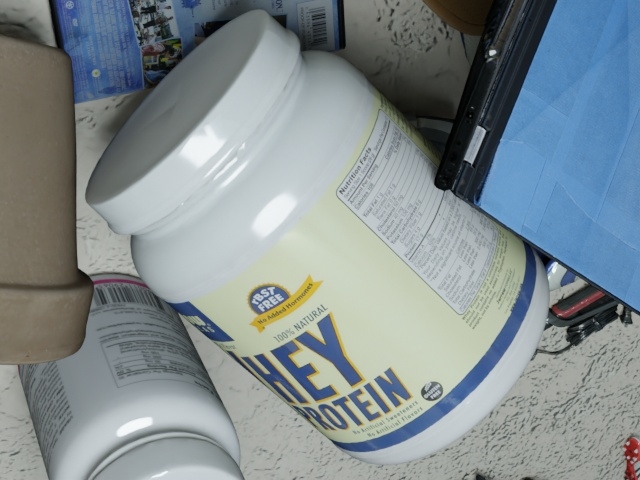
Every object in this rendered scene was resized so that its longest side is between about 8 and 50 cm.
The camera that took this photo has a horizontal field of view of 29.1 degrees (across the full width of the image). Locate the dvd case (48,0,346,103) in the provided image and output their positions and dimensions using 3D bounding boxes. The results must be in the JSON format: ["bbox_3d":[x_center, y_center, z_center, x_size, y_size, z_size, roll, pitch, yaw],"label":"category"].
[{"bbox_3d":[-0.102,-0.223,1.034,0.253,0.022,0.180,-14,122,-16],"label":"dvd case"}]

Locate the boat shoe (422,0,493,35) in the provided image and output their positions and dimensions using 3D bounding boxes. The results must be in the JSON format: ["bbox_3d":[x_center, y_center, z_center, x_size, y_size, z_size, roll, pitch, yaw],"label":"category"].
[{"bbox_3d":[0.058,-0.318,0.971,0.123,0.123,0.342,-37,114,7],"label":"boat shoe"}]

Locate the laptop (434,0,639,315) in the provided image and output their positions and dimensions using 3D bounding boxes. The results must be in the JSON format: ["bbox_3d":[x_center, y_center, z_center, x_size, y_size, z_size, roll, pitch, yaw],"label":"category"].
[{"bbox_3d":[0.261,-0.180,0.889,0.236,0.408,0.382,22,77,5],"label":"laptop"}]

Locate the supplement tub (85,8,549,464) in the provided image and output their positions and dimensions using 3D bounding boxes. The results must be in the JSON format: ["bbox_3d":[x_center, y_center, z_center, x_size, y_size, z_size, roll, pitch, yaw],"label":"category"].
[{"bbox_3d":[0.000,0.000,0.985,0.235,0.235,0.325,-45,112,6],"label":"supplement tub"}]

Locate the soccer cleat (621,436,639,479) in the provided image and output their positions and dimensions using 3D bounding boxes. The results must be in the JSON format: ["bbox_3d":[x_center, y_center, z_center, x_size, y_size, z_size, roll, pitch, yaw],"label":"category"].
[{"bbox_3d":[0.396,0.271,1.536,0.036,0.029,0.083,-25,129,-19],"label":"soccer cleat"}]

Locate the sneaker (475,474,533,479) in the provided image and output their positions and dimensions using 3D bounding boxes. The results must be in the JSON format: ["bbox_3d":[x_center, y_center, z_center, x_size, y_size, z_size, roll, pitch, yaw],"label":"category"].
[{"bbox_3d":[0.169,0.322,1.451,0.235,0.084,0.097,-1,95,-24],"label":"sneaker"}]

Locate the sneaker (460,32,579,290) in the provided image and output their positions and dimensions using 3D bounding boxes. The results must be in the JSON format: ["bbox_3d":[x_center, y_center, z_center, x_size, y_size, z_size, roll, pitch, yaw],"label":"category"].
[{"bbox_3d":[0.192,-0.084,1.147,0.131,0.112,0.296,-36,109,-18],"label":"sneaker"}]

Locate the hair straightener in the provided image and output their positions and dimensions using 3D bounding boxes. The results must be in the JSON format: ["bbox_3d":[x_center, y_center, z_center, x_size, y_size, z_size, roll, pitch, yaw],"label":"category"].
[{"bbox_3d":[0.330,0.077,1.380,0.230,0.047,0.089,-33,126,-2],"label":"hair straightener"}]

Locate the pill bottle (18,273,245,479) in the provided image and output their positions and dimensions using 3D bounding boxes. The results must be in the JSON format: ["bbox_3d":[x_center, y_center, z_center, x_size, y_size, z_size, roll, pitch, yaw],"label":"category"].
[{"bbox_3d":[-0.163,0.164,1.070,0.160,0.283,0.160,-10,122,-17],"label":"pill bottle"}]

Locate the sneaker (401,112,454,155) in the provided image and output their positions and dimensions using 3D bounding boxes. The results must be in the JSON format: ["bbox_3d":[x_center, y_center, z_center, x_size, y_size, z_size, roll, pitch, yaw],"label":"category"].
[{"bbox_3d":[0.032,-0.054,1.124,0.229,0.086,0.132,4,89,-26],"label":"sneaker"}]

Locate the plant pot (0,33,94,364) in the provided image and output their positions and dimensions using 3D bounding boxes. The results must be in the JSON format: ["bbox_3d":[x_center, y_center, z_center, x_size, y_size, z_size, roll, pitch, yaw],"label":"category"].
[{"bbox_3d":[-0.288,-0.049,0.938,0.263,0.263,0.229,9,97,-28],"label":"plant pot"}]
